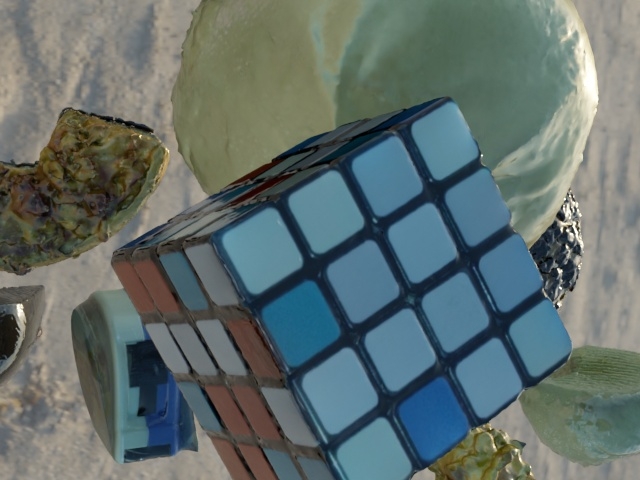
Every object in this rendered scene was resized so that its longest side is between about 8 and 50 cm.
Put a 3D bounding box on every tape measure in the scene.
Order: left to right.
[{"bbox_3d":[-0.313,0.209,1.839,0.138,0.259,0.262,-12,108,-23],"label":"tape measure"}]

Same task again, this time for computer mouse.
[{"bbox_3d":[-0.531,0.168,1.939,0.295,0.087,0.168,-26,134,-77],"label":"computer mouse"}]

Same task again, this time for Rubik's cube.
[{"bbox_3d":[0.008,0.032,0.597,0.154,0.151,0.155,-33,100,-26],"label":"Rubik's cube"}]

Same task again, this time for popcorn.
[{"bbox_3d":[0.121,0.170,0.817,0.057,0.083,0.082,-49,143,-29],"label":"popcorn"}]

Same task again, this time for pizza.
[{"bbox_3d":[-0.321,-0.051,1.335,0.161,0.305,0.085,62,7,-18],"label":"pizza"}]

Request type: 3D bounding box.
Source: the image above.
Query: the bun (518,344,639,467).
[{"bbox_3d":[0.339,0.212,1.392,0.213,0.204,0.126,-11,103,-36],"label":"bun"}]

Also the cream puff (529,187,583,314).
[{"bbox_3d":[0.222,0.013,1.361,0.165,0.239,0.239,15,84,-7],"label":"cream puff"}]

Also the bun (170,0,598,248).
[{"bbox_3d":[0.047,-0.075,0.928,0.364,0.364,0.202,58,31,-39],"label":"bun"}]
